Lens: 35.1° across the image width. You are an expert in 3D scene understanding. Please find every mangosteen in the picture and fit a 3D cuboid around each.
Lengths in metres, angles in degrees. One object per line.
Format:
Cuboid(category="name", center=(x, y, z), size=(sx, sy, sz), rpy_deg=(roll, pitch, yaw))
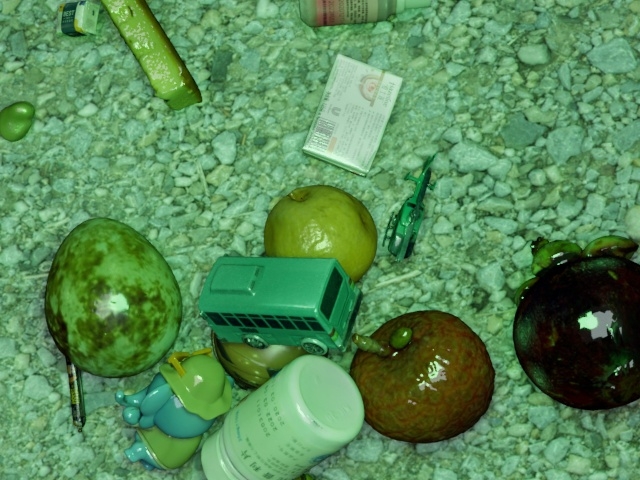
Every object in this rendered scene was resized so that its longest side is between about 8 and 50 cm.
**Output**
Cuboid(category="mangosteen", center=(0.479, 0.149, 1.791), size=(0.311, 0.311, 0.311), rpy_deg=(0, 86, -1))

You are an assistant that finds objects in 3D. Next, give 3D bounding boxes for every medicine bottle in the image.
Cuboid(category="medicine bottle", center=(0.080, -0.477, 1.889), size=(0.247, 0.147, 0.147), rpy_deg=(-6, 86, -1))
Cuboid(category="medicine bottle", center=(-0.074, 0.332, 1.754), size=(0.293, 0.170, 0.170), rpy_deg=(-39, 87, 35))

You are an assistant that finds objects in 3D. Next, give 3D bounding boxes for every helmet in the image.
Cuboid(category="helmet", center=(-0.094, 0.184, 1.844), size=(0.224, 0.130, 0.198), rpy_deg=(24, 83, 2))

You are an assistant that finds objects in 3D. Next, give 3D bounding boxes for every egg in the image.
Cuboid(category="egg", center=(-0.372, 0.101, 1.790), size=(0.238, 0.238, 0.289), rpy_deg=(-22, 83, -3))

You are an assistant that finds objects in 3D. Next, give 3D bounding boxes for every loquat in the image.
Cuboid(category="loquat", center=(0.000, 0.000, 1.821), size=(0.208, 0.208, 0.208), rpy_deg=(0, 86, -1))

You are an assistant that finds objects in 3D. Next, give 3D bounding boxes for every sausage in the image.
Cuboid(category="sausage", center=(-0.459, 0.259, 1.883), size=(0.028, 0.025, 0.198), rpy_deg=(-7, 85, -4))

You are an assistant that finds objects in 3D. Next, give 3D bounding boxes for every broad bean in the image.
Cuboid(category="broad bean", center=(-0.576, -0.228, 1.909), size=(0.063, 0.045, 0.083), rpy_deg=(35, 94, -10))

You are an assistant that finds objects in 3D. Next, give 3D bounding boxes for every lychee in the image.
Cuboid(category="lychee", center=(0.172, 0.234, 1.788), size=(0.255, 0.255, 0.300), rpy_deg=(-39, 113, -3))

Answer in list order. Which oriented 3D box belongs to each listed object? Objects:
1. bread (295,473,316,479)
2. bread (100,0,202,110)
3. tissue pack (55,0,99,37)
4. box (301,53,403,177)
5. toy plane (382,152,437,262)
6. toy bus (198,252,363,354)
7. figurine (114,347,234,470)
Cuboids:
Cuboid(category="bread", center=(-0.047, 0.494, 1.852), size=(0.130, 0.071, 0.139), rpy_deg=(1, 86, -5))
Cuboid(category="bread", center=(-0.345, -0.406, 1.877), size=(0.077, 0.138, 0.361), rpy_deg=(-32, 87, -1))
Cuboid(category="tissue pack", center=(-0.459, -0.417, 1.905), size=(0.083, 0.042, 0.062), rpy_deg=(4, 87, 39))
Cuboid(category="box", center=(0.060, -0.233, 1.902), size=(0.135, 0.081, 0.199), rpy_deg=(21, 88, 0))
Cuboid(category="toy plane", center=(0.169, -0.054, 1.885), size=(0.060, 0.096, 0.235), rpy_deg=(19, 68, -2))
Cuboid(category="toy bus", center=(-0.075, 0.102, 1.704), size=(0.256, 0.147, 0.128), rpy_deg=(1, 54, 29))
Cuboid(category="figurine", center=(-0.266, 0.307, 1.795), size=(0.180, 0.154, 0.262), rpy_deg=(34, 106, -31))
